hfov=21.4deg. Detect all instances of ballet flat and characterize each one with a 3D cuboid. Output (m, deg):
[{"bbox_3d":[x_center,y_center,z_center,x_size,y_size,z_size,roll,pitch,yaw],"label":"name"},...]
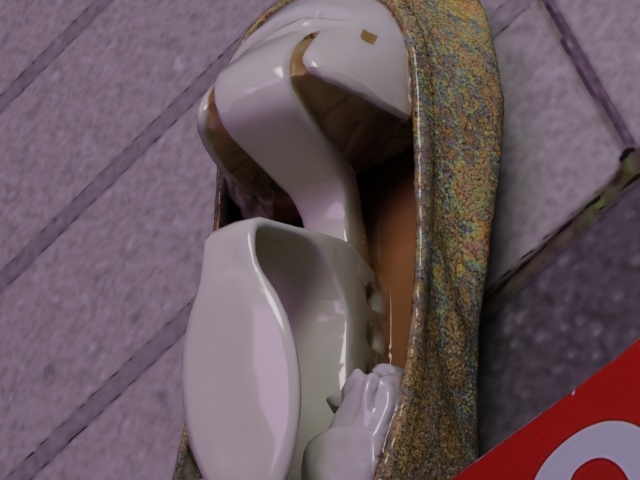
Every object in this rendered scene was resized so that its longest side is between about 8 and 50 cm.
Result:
[{"bbox_3d":[0.000,0.000,0.609,0.123,0.123,0.349,-19,52,30],"label":"ballet flat"}]

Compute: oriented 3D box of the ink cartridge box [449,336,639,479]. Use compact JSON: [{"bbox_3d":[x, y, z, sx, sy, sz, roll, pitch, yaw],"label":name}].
[{"bbox_3d":[0.045,0.228,0.408,0.309,0.130,0.272,-39,45,13],"label":"ink cartridge box"}]
